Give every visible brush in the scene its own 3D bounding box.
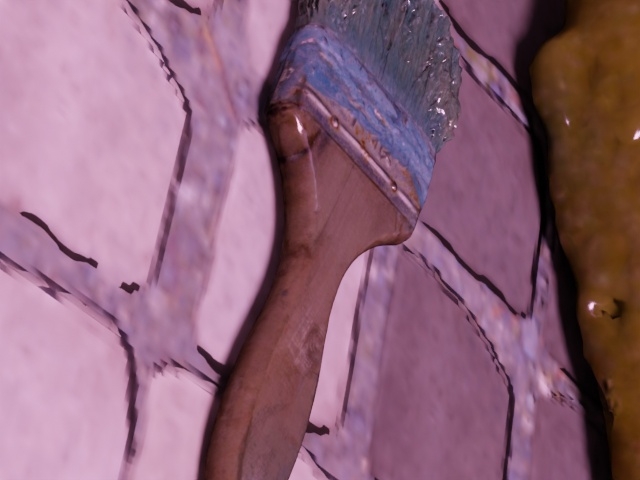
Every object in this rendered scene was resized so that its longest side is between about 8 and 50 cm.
[{"bbox_3d":[0.000,0.000,0.505,0.070,0.021,0.196,46,46,-35],"label":"brush"}]

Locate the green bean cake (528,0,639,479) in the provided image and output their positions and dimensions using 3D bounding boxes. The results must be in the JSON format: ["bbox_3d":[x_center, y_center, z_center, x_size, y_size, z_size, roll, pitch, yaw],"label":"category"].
[{"bbox_3d":[0.249,0.009,0.630,0.202,0.285,0.310,5,77,-59],"label":"green bean cake"}]
